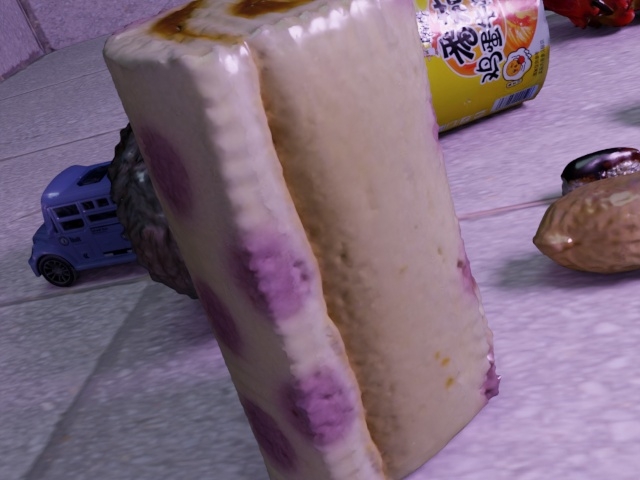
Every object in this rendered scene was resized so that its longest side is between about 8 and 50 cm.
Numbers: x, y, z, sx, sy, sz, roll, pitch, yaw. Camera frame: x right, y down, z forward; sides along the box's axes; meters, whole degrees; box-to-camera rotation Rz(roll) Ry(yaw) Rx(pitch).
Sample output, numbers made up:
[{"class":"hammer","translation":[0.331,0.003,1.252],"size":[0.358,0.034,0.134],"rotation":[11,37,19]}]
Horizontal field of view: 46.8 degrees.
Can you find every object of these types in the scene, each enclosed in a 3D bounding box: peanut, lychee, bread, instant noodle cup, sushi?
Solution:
[{"class":"peanut","translation":[0.278,-0.022,0.624],"size":[0.194,0.083,0.093],"rotation":[-9,43,18]},{"class":"lychee","translation":[-0.076,-0.056,0.755],"size":[0.256,0.255,0.274],"rotation":[-10,-5,20]},{"class":"bread","translation":[0.000,0.000,0.498],"size":[0.187,0.338,0.155],"rotation":[-29,29,-22]},{"class":"instant noodle cup","translation":[0.168,-0.266,0.983],"size":[0.200,0.264,0.264],"rotation":[-15,27,-5]},{"class":"sushi","translation":[0.284,-0.072,0.751],"size":[0.083,0.046,0.044],"rotation":[-17,27,8]}]

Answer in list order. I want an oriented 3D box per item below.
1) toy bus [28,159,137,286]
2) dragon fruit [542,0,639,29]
[{"class":"toy bus","translation":[-0.251,-0.038,0.954],"size":[0.292,0.133,0.125],"rotation":[-9,30,20]},{"class":"dragon fruit","translation":[0.473,-0.433,1.133],"size":[0.307,0.243,0.227],"rotation":[28,16,8]}]
